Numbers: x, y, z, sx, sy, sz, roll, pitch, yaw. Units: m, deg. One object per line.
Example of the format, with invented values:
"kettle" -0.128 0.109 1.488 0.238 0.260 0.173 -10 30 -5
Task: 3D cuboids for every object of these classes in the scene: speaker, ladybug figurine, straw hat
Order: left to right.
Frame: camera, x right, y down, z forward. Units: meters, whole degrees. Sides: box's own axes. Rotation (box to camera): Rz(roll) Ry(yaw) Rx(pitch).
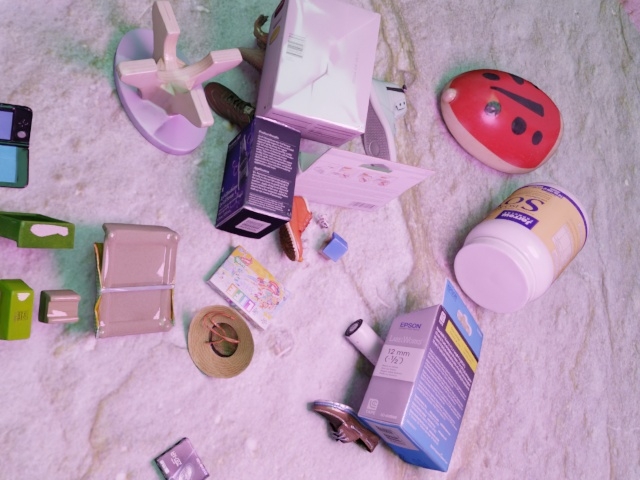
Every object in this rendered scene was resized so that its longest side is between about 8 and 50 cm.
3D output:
"straw hat" -0.182 0.189 1.115 0.144 0.145 0.061 64 13 0
"speaker" 0.119 0.242 1.295 0.136 0.055 0.055 47 57 -11
"ladybug figurine" 0.546 -0.360 1.680 0.450 0.162 0.304 11 70 -29

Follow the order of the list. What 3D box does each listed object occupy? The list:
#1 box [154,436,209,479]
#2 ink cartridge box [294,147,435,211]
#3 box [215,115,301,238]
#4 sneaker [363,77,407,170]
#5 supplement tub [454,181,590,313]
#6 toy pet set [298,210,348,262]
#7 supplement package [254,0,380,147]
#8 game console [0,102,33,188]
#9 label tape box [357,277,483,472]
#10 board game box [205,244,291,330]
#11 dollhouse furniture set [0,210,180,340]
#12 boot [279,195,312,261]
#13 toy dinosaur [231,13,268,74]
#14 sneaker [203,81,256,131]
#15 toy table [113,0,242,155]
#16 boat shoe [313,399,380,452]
"box" -0.249 0.409 1.036 0.067 0.018 0.083 -30 93 -35
"ink cartridge box" 0.071 -0.147 1.268 0.275 0.239 0.060 7 66 -30
"box" -0.129 -0.126 1.192 0.108 0.153 0.206 15 67 -27
"sneaker" 0.183 -0.298 1.476 0.151 0.094 0.255 -8 81 -37
"supplement tub" 0.525 0.016 1.506 0.331 0.241 0.241 -36 96 -35
"toy pet set" 0.000 0.000 1.287 0.114 0.065 0.122 40 59 -16
"supplement package" -0.009 -0.357 1.214 0.204 0.145 0.261 11 81 -20
"game console" -0.568 -0.164 0.972 0.144 0.124 0.085 2 48 -32
"label tape box" 0.236 0.291 1.274 0.249 0.115 0.347 51 50 -38
"board game box" -0.146 0.098 1.189 0.154 0.026 0.103 44 58 -14
"dollhouse furniture set" -0.414 0.061 1.011 0.302 0.151 0.197 3 95 -49
"boot" -0.049 -0.031 1.255 0.085 0.059 0.157 -3 68 -26
"toy dinosaur" -0.072 -0.398 1.333 0.296 0.127 0.200 -5 85 -27
"sneaker" -0.170 -0.285 1.262 0.188 0.071 0.066 43 58 -15
"toy table" -0.297 -0.323 1.142 0.252 0.161 0.274 -34 96 -34
"boat shoe" 0.057 0.390 1.205 0.183 0.066 0.066 32 63 -21
